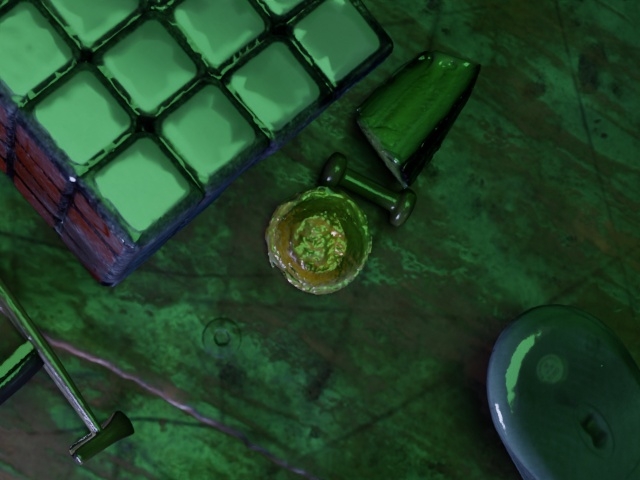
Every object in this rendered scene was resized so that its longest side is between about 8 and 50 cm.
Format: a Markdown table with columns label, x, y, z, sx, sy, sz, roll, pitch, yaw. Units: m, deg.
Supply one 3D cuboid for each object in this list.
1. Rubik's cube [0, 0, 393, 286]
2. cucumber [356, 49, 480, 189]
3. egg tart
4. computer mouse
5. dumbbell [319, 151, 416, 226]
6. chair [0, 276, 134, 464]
| label | x | y | z | sx | sy | sz | roll | pitch | yaw |
| --- | --- | --- | --- | --- | --- | --- | --- | --- | --- |
| Rubik's cube | -0.189 | -0.192 | 1.278 | 0.337 | 0.344 | 0.344 | -41 | 96 | -15 |
| cucumber | 0.116 | -0.144 | 1.491 | 0.193 | 0.115 | 0.086 | -55 | 140 | -22 |
| egg tart | 0.000 | 0.000 | 1.446 | 0.129 | 0.049 | 0.129 | -1 | 97 | -5 |
| computer mouse | 0.316 | 0.239 | 1.479 | 0.188 | 0.122 | 0.371 | -38 | 100 | -13 |
| dumbbell | 0.057 | -0.061 | 1.481 | 0.118 | 0.052 | 0.046 | 27 | 108 | -10 |
| chair | -0.342 | 0.151 | 1.281 | 0.166 | 0.188 | 0.272 | -42 | 92 | -15 |
